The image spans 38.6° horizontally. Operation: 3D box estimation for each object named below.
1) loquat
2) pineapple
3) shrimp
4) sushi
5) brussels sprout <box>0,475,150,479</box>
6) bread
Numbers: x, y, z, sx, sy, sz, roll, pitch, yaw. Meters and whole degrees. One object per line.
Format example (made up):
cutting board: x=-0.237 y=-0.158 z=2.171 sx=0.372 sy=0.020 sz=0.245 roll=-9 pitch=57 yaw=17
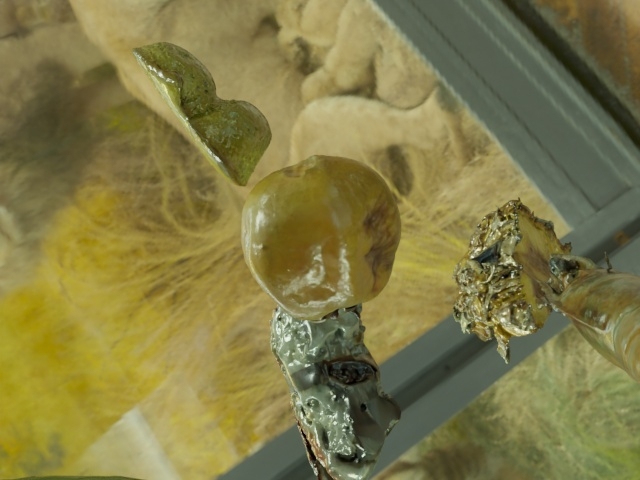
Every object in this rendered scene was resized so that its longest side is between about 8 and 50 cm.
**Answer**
loquat: x=0.000 y=0.000 z=0.736 sx=0.137 sy=0.137 sz=0.113 roll=69 pitch=167 yaw=-16
pineapple: x=0.248 y=0.042 z=1.314 sx=0.161 sy=0.334 sz=0.158 roll=-19 pitch=109 yaw=31
shrimp: x=0.232 y=0.058 z=0.538 sx=0.296 sy=0.169 sz=0.058 roll=-121 pitch=42 yaw=-75
sushi: x=0.019 y=0.184 z=1.274 sx=0.130 sy=0.124 sz=0.332 roll=-38 pitch=65 yaw=41
brussels sprout: x=-0.145 y=0.259 z=0.350 sx=0.361 sy=0.342 sz=0.425 roll=29 pitch=-171 yaw=8
bread: x=-0.102 y=-0.122 z=0.835 sx=0.149 sy=0.065 sz=0.187 roll=48 pitch=180 yaw=2
